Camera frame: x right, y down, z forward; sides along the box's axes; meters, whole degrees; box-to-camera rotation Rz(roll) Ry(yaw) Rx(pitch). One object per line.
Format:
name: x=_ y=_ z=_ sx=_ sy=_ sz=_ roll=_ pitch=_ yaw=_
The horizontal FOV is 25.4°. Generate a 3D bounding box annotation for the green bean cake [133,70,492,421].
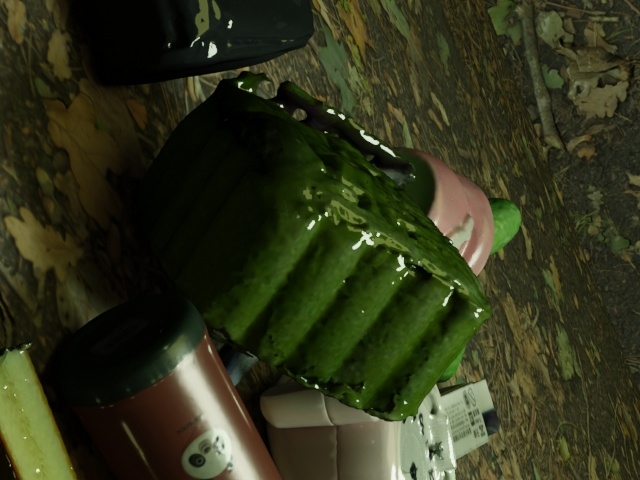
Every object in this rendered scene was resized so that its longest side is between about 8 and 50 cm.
green bean cake: x=0.000 y=0.000 z=1.475 sx=0.335 sy=0.218 sz=0.319 roll=26 pitch=15 yaw=-32

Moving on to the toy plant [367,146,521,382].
toy plant: x=0.157 y=0.023 z=2.144 sx=0.317 sy=0.211 sz=0.356 roll=-66 pitch=152 yaw=-10

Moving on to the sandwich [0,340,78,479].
sandwich: x=-0.241 y=0.196 z=1.041 sx=0.122 sy=0.128 sz=0.235 roll=-42 pitch=114 yaw=-72

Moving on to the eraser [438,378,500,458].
eraser: x=0.163 y=0.274 z=2.069 sx=0.404 sy=0.096 sz=0.098 roll=-1 pitch=73 yaw=-70

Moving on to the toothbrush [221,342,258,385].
toothbrush: x=-0.057 y=0.094 z=1.730 sx=0.035 sy=0.042 sz=0.413 roll=68 pitch=23 yaw=-13

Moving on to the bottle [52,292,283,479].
bottle: x=-0.115 y=0.222 z=1.326 sx=0.144 sy=0.144 sz=0.336 roll=-70 pitch=140 yaw=-59

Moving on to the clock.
clock: x=0.065 y=0.289 z=1.696 sx=0.342 sy=0.184 sz=0.325 roll=-31 pitch=107 yaw=-64

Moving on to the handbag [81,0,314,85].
handbag: x=-0.164 y=-0.326 z=1.598 sx=0.275 sy=0.178 sz=0.301 roll=-13 pitch=84 yaw=-55
